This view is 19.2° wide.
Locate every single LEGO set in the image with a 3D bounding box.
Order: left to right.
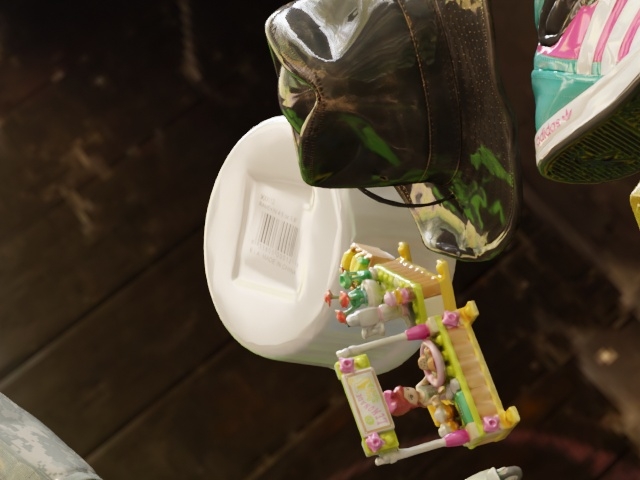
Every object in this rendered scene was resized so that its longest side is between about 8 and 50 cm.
[{"bbox_3d":[0.049,0.085,1.372,0.132,0.107,0.287,91,-22,-46],"label":"LEGO set"}]

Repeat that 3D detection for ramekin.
[{"bbox_3d":[0.000,0.000,1.938,0.277,0.135,0.277,-7,-99,51],"label":"ramekin"}]

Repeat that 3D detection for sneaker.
[{"bbox_3d":[0.230,-0.170,1.199,0.295,0.124,0.178,-36,-126,52],"label":"sneaker"}]

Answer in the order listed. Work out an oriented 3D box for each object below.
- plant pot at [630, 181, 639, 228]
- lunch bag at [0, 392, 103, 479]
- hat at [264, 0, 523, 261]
[{"bbox_3d":[0.384,-0.009,1.545,0.212,0.187,0.212,15,-50,65],"label":"plant pot"},{"bbox_3d":[-0.301,0.220,1.663,0.235,0.169,0.287,36,-20,21],"label":"lunch bag"},{"bbox_3d":[0.030,-0.121,1.409,0.331,0.134,0.331,169,-90,-75],"label":"hat"}]
